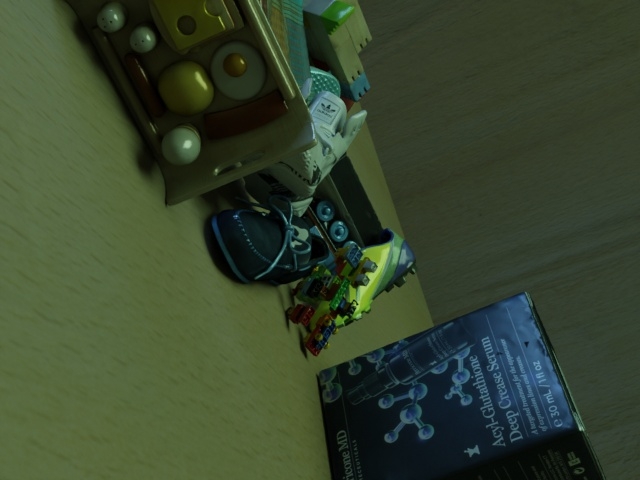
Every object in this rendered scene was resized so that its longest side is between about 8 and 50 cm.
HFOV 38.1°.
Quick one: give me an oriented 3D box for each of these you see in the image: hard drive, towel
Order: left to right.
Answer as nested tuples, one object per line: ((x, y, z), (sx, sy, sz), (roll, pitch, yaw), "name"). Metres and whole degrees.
((-0.066, -0.364, 1.582), (0.370, 0.040, 0.272), (-36, 121, -79), "towel")
((0.014, -0.092, 1.896), (0.237, 0.064, 0.339), (24, -33, 56), "hard drive")

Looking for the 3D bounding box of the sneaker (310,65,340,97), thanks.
((-0.135, -0.332, 1.843), (0.319, 0.127, 0.208), (17, 9, -43), "sneaker")

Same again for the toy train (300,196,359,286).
((0.000, 0.000, 1.820), (0.184, 0.105, 0.080), (58, -23, -17), "toy train")

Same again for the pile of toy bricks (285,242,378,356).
((-0.002, 0.090, 1.640), (0.118, 0.105, 0.212), (52, 58, -35), "pile of toy bricks")

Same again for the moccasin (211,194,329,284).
((-0.071, -0.007, 1.466), (0.342, 0.116, 0.138), (11, 57, -77), "moccasin")

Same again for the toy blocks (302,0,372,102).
((-0.028, -0.440, 1.951), (0.381, 0.191, 0.261), (30, -20, 37), "toy blocks")

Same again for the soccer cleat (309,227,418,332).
((0.066, 0.078, 1.760), (0.289, 0.093, 0.121), (-36, 92, -35), "soccer cleat")

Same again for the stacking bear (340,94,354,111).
((-0.039, -0.288, 2.077), (0.289, 0.175, 0.164), (-59, 169, -63), "stacking bear")

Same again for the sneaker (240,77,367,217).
((-0.027, -0.172, 1.479), (0.137, 0.210, 0.366), (31, -13, 3), "sneaker")

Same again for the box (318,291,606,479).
((0.227, 0.315, 1.542), (0.294, 0.395, 0.212), (-101, 163, -48), "box")

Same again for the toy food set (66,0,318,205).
((-0.164, -0.216, 1.161), (0.092, 0.219, 0.306), (-86, 152, -66), "toy food set")
